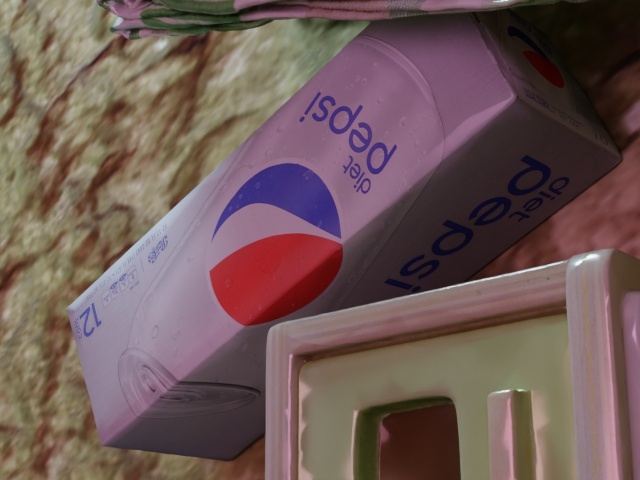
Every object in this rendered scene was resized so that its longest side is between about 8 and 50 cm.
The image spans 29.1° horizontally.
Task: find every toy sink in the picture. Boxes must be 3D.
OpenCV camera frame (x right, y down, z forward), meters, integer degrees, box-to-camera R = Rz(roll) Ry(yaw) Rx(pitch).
[{"bbox_3d":[0.099,0.096,0.476,0.234,0.131,0.152,-14,68,38],"label":"toy sink"}]

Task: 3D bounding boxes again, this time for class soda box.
[{"bbox_3d":[0.000,0.000,0.622,0.286,0.098,0.091,-40,54,25],"label":"soda box"}]

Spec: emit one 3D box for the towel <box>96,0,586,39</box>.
[{"bbox_3d":[0.058,-0.187,0.592,0.325,0.038,0.248,6,49,45],"label":"towel"}]
